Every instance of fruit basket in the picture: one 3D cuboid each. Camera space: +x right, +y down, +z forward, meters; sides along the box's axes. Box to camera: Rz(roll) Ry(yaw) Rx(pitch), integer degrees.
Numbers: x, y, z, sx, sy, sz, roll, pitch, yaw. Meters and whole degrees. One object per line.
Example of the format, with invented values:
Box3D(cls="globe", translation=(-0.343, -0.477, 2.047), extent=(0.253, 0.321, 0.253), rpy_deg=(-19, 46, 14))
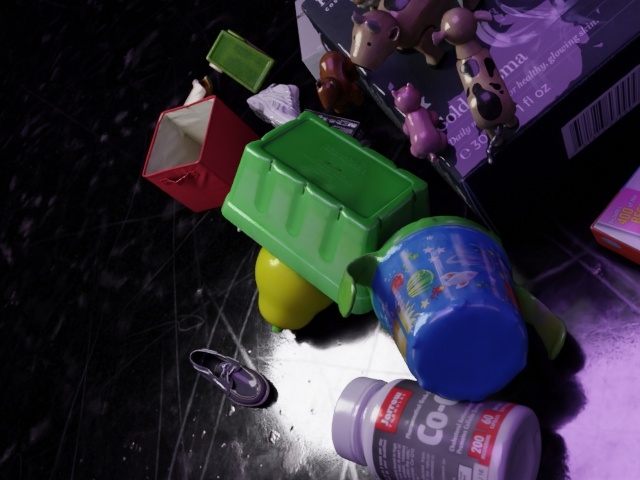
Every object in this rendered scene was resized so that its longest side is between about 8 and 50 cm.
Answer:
Box3D(cls="fruit basket", translation=(0.000, 0.000, 1.233), extent=(0.392, 0.392, 0.283), rpy_deg=(19, 44, 41))

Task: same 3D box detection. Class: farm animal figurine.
Box3D(cls="farm animal figurine", translation=(0.134, -0.290, 0.905), extent=(0.330, 0.172, 0.326), rpy_deg=(15, 82, 29))

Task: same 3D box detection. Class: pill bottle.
Box3D(cls="pill bottle", translation=(0.166, 0.298, 0.973), extent=(0.283, 0.161, 0.161), rpy_deg=(5, 67, 37))

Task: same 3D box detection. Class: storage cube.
Box3D(cls="storage cube", translation=(-0.279, -0.199, 1.566), extent=(0.184, 0.193, 0.215), rpy_deg=(-9, 60, 31))

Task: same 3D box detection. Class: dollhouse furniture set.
Box3D(cls="dollhouse furniture set", translation=(-0.255, -0.388, 1.723), extent=(0.301, 0.151, 0.197), rpy_deg=(-57, 9, 13))

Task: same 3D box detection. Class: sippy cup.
Box3D(cls="sippy cup", translation=(0.196, 0.110, 0.965), extent=(0.305, 0.240, 0.224), rpy_deg=(-20, 23, 7))

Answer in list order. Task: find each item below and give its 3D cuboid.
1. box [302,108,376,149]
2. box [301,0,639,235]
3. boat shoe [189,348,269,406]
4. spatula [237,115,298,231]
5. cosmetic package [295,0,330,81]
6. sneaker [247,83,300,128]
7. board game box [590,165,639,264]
Box3D(cls="box", translation=(0.008, -0.197, 1.437), extent=(0.180, 0.077, 0.147), rpy_deg=(23, 79, 42))
Box3D(cls="box", translation=(0.314, -0.357, 1.107), extent=(0.480, 0.297, 0.471), rpy_deg=(-41, 60, 9))
Box3D(cls="boat shoe", translation=(-0.189, 0.273, 1.307), extent=(0.206, 0.065, 0.075), rpy_deg=(19, 76, 41))
Box3D(cls="spatula", translation=(-0.119, -0.138, 1.374), extent=(0.242, 0.019, 0.168), rpy_deg=(-63, 0, 32))
Box3D(cls="cosmetic package", translation=(0.019, -0.515, 1.604), extent=(0.127, 0.107, 0.238), rpy_deg=(-23, 49, 19))
Box3D(cls="sneaker", translation=(-0.087, -0.328, 1.579), extent=(0.115, 0.090, 0.232), rpy_deg=(-46, 48, -1))
Box3D(cls="board game box", translation=(0.600, -0.030, 0.926), extent=(0.242, 0.064, 0.316), rpy_deg=(-51, 47, -1))
